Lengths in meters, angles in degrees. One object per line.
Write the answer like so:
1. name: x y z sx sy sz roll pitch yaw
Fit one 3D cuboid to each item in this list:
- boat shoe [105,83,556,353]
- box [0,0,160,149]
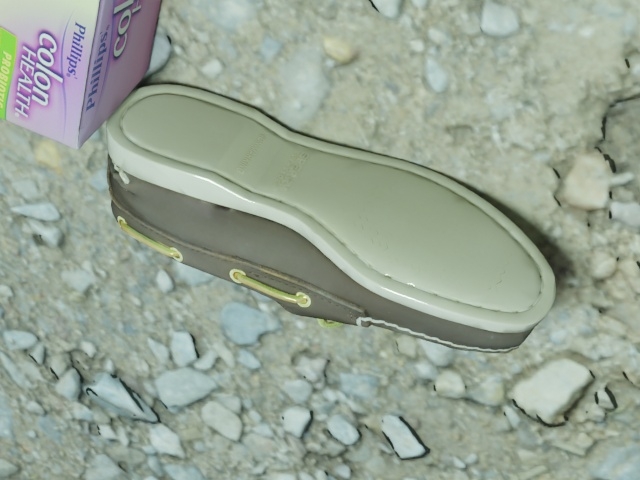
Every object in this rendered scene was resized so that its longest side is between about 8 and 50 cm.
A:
1. boat shoe: 0.000 0.000 1.111 0.324 0.117 0.097 23 134 12
2. box: -0.223 -0.212 1.051 0.243 0.117 0.214 23 129 8
